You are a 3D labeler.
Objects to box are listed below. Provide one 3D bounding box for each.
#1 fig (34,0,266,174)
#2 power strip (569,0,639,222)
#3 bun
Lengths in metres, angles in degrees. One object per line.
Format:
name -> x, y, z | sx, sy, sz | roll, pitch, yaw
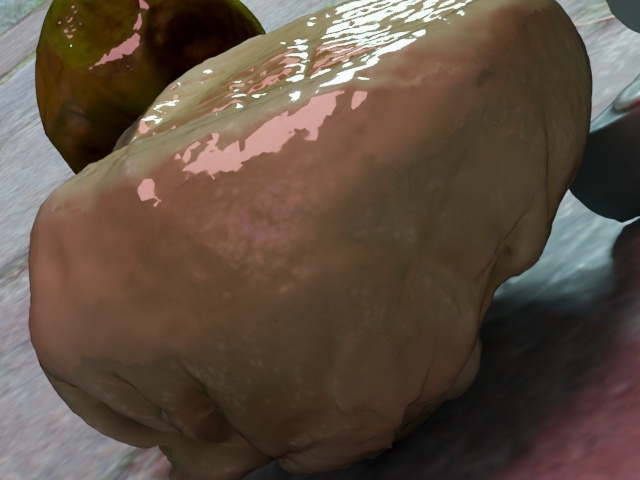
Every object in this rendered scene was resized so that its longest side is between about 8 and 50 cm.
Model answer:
fig -> -0.119, -0.107, 1.022 | 0.144, 0.154, 0.165 | -1, 32, -44
power strip -> 0.162, -0.084, 0.619 | 0.137, 0.044, 0.216 | -31, 19, 29
bun -> 0.000, 0.000, 0.562 | 0.229, 0.145, 0.229 | -20, 12, 4
